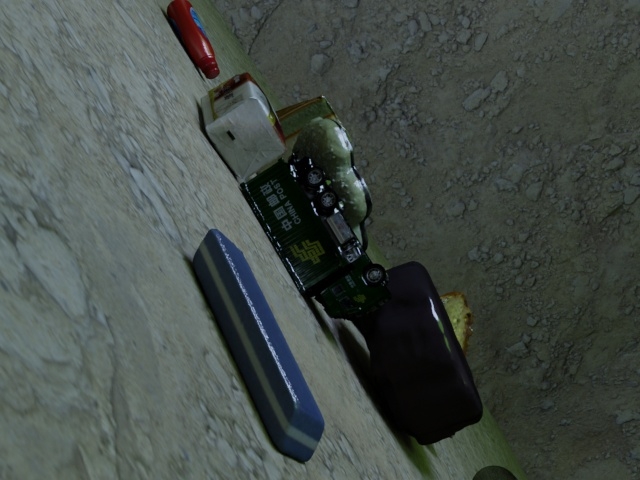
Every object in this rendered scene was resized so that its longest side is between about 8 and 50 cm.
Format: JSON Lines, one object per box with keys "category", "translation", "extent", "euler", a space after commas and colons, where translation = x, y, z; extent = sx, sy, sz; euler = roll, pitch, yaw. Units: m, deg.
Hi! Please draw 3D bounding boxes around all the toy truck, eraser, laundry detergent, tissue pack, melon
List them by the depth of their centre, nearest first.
{"category": "eraser", "translation": [-0.057, 0.094, 0.909], "extent": [0.225, 0.036, 0.082], "euler": [61, 7, 29]}
{"category": "toy truck", "translation": [0.000, 0.000, 1.453], "extent": [0.259, 0.121, 0.088], "euler": [59, 5, 12]}
{"category": "tissue pack", "translation": [-0.118, -0.180, 1.511], "extent": [0.106, 0.099, 0.149], "euler": [55, 6, -26]}
{"category": "laundry detergent", "translation": [-0.229, -0.364, 1.820], "extent": [0.165, 0.049, 0.097], "euler": [63, 4, 21]}
{"category": "melon", "translation": [0.330, 0.476, 1.838], "extent": [0.099, 0.099, 0.162], "euler": [58, 5, 1]}

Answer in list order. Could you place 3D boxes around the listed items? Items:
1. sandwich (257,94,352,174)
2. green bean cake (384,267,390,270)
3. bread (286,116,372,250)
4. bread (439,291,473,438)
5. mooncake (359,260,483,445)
{"category": "sandwich", "translation": [-0.047, -0.186, 1.758], "extent": [0.117, 0.187, 0.144], "euler": [56, 12, -20]}
{"category": "green bean cake", "translation": [0.156, 0.152, 2.127], "extent": [0.109, 0.085, 0.179], "euler": [56, 7, -35]}
{"category": "bread", "translation": [0.007, -0.059, 1.599], "extent": [0.207, 0.056, 0.286], "euler": [58, -26, 22]}
{"category": "bread", "translation": [0.184, 0.216, 1.764], "extent": [0.129, 0.134, 0.260], "euler": [25, 67, -53]}
{"category": "mooncake", "translation": [0.150, 0.177, 1.555], "extent": [0.283, 0.141, 0.283], "euler": [-21, 90, -83]}
